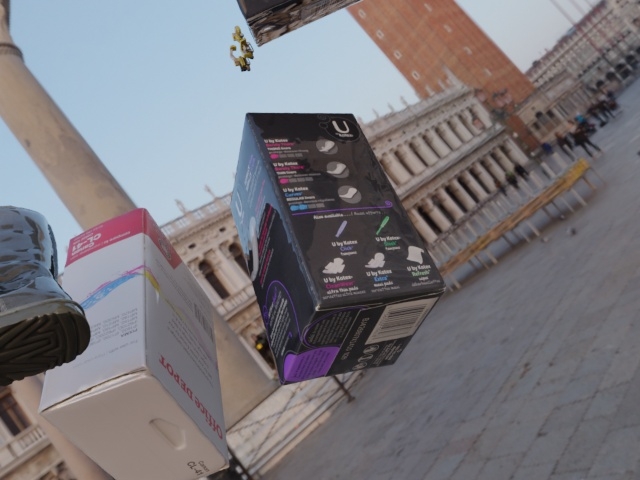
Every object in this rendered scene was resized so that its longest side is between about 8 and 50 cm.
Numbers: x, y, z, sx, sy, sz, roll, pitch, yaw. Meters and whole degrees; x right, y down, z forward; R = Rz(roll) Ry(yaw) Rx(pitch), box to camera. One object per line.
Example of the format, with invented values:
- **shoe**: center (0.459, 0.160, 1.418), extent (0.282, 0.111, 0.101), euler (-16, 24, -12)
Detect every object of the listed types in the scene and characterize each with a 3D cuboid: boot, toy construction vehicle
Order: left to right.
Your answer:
- **boot**: center (-0.289, 0.037, 0.418), extent (0.189, 0.208, 0.076), euler (-8, -56, -38)
- **toy construction vehicle**: center (-0.186, -0.437, 1.253), extent (0.035, 0.098, 0.086), euler (-21, -21, -16)

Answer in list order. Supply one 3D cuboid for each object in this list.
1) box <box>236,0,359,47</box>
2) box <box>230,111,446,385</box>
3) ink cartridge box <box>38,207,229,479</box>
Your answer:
- **box**: center (-0.044, -0.527, 0.748), extent (0.293, 0.396, 0.212), euler (-24, 11, 2)
- **box**: center (0.000, 0.000, 0.623), extent (0.143, 0.270, 0.165), euler (-6, -37, -23)
- **ink cartridge box**: center (-0.234, 0.138, 0.723), extent (0.131, 0.306, 0.226), euler (-21, -51, 1)
